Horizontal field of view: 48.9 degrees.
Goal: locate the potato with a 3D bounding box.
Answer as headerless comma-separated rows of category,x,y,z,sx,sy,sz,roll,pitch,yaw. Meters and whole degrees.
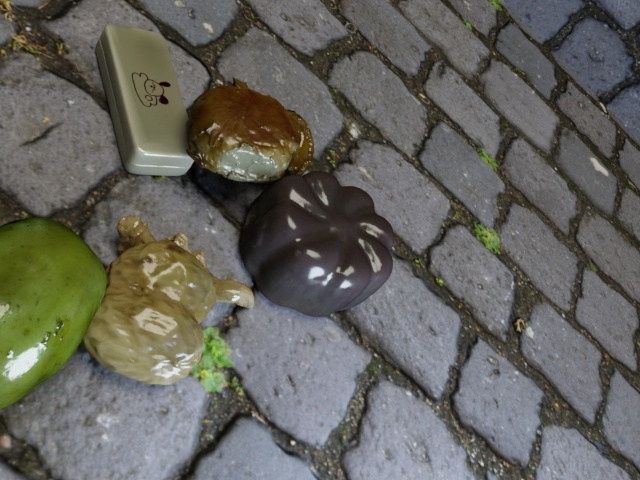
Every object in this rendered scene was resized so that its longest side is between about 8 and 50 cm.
potato,-0.427,0.095,0.951,0.215,0.216,0.304,37,38,-11

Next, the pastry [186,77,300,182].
pastry,-0.152,-0.202,1.335,0.229,0.100,0.218,-26,69,-44

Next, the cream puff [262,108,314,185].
cream puff,-0.082,-0.191,1.467,0.150,0.165,0.115,24,-1,27

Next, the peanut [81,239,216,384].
peanut,-0.267,0.109,1.123,0.196,0.110,0.233,25,53,-17

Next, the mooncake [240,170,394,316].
mooncake,0.000,0.000,1.390,0.306,0.154,0.306,23,47,-26

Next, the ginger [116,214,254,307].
ginger,-0.229,0.043,1.236,0.288,0.075,0.089,29,83,-20

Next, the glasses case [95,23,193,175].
glasses case,-0.341,-0.274,1.369,0.131,0.070,0.313,0,61,-38
